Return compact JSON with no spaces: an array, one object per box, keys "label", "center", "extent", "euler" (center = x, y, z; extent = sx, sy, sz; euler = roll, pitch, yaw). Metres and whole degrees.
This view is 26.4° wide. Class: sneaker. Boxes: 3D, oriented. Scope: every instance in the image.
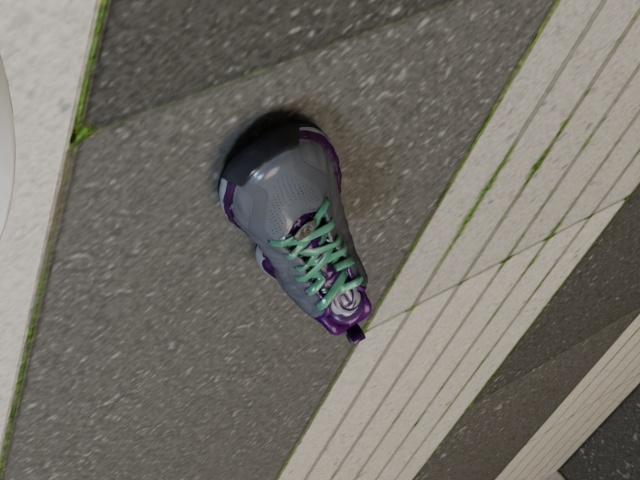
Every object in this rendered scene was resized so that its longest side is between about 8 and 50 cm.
[{"label":"sneaker","center":[0.000,0.000,0.903],"extent":[0.083,0.098,0.223],"euler":[-36,160,-4]}]

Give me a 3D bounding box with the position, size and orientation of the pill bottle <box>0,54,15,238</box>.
[{"label":"pill bottle","center":[-0.244,-0.012,0.340],"extent":[0.323,0.181,0.181],"euler":[-15,150,-47]}]
